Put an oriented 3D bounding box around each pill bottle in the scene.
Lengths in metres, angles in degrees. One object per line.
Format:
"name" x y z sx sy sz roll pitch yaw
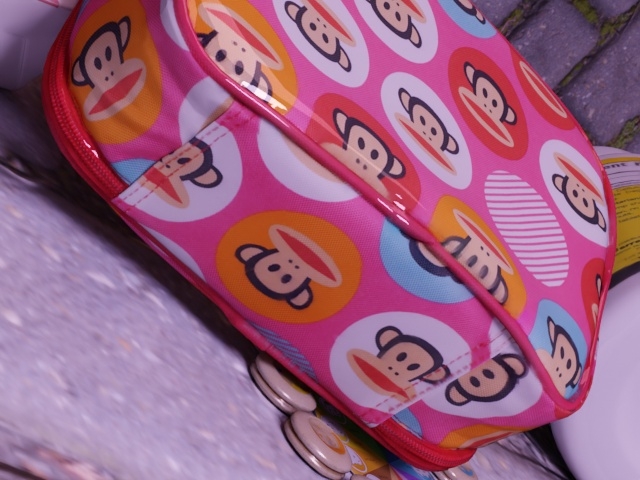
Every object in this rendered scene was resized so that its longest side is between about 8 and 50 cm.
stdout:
"pill bottle" 0.229 0.048 1.187 0.188 0.188 0.334 41 13 -16

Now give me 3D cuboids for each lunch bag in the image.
"lunch bag" 0.022 -0.061 0.806 0.293 0.120 0.258 44 37 -21

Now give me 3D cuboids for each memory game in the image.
"memory game" 0.035 0.104 0.803 0.186 0.012 0.186 42 13 -12

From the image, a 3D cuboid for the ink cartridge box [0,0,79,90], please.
"ink cartridge box" -0.188 -0.177 0.777 0.198 0.067 0.115 62 17 14
